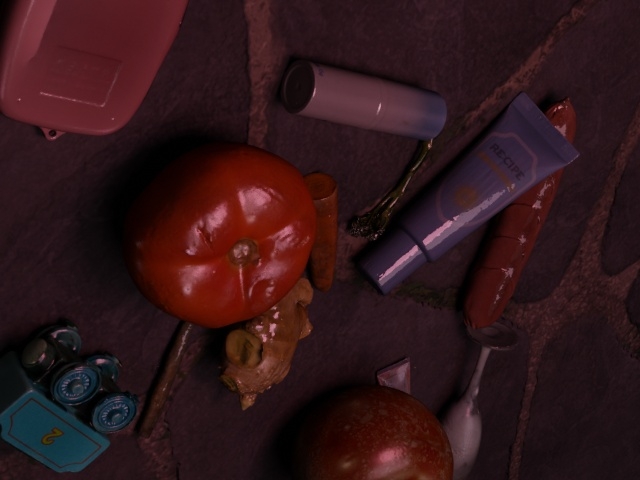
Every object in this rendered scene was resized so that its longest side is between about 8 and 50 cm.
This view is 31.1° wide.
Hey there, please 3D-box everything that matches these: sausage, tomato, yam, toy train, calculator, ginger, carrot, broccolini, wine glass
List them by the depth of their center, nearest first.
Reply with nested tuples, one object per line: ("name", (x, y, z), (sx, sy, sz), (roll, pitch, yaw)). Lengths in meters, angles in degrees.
("calculator", (-0.256, -0.260, 1.329), (0.220, 0.048, 0.329), (6, 116, -42))
("tomato", (-0.135, -0.015, 1.495), (0.260, 0.180, 0.259), (-19, 126, -28))
("toy train", (-0.347, 0.213, 1.533), (0.163, 0.112, 0.203), (-41, 134, 0))
("yam", (-0.222, 0.187, 1.677), (0.027, 0.029, 0.234), (-50, 164, -73))
("ginger", (-0.087, 0.153, 1.704), (0.157, 0.102, 0.216), (-11, 124, -65))
("carrot", (0.000, 0.000, 1.706), (0.061, 0.061, 0.209), (-26, 135, -23))
("broccolini", (0.113, -0.078, 1.759), (0.194, 0.054, 0.052), (-57, 166, -2))
("tomato", (0.076, 0.358, 1.887), (0.270, 0.222, 0.270), (-9, 132, -10))
("sausage", (0.333, -0.041, 1.918), (0.088, 0.088, 0.433), (1, 118, -39))
("wine glass", (0.200, 0.304, 2.033), (0.264, 0.096, 0.309), (-7, 123, -37))

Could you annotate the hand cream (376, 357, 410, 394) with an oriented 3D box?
("hand cream", (0.136, 0.301, 2.026), (0.067, 0.043, 0.209), (-21, 124, -21))

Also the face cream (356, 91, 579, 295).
("face cream", (0.221, -0.063, 1.802), (0.385, 0.135, 0.086), (-41, 174, -6))

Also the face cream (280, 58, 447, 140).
("face cream", (0.064, -0.192, 1.603), (0.250, 0.077, 0.077), (6, 114, -39))
